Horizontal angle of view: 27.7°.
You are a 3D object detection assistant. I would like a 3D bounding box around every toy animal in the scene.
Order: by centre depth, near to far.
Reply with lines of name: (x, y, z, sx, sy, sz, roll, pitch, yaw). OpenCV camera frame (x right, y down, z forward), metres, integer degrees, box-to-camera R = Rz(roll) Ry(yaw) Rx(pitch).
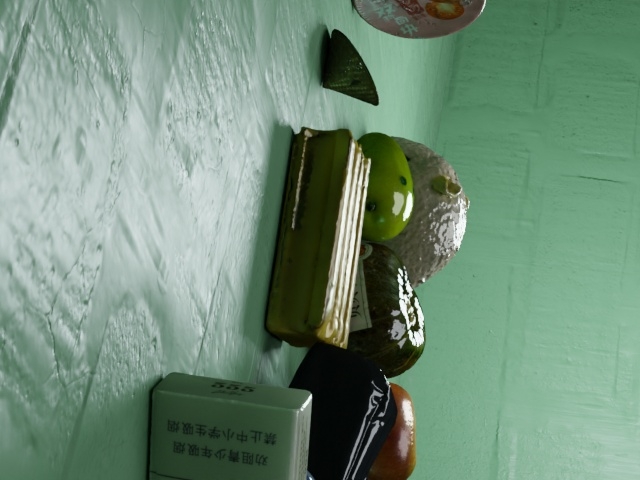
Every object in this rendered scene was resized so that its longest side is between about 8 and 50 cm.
toy animal: (0.182, -0.042, 2.646, 0.188, 0.227, 0.358, 58, 39, -74)

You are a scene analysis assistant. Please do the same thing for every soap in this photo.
soap: (0.000, -0.001, 1.994, 0.204, 0.096, 0.324, 52, 44, -73)

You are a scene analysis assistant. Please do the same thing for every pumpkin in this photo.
pumpkin: (0.080, 0.138, 2.354, 0.260, 0.189, 0.260, -17, 90, -73)

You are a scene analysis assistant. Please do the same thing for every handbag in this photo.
handbag: (0.000, 0.319, 1.988, 0.302, 0.178, 0.275, 74, 40, -71)

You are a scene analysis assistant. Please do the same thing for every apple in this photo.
apple: (0.112, 0.404, 2.714, 0.235, 0.173, 0.210, -82, 171, -72)

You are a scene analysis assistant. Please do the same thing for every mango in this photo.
mango: (0.103, -0.107, 2.433, 0.293, 0.143, 0.175, -85, 178, -63)

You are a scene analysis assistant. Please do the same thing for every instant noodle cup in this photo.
instant noodle cup: (0.184, -0.528, 2.377, 0.243, 0.243, 0.231, 78, 15, -62)

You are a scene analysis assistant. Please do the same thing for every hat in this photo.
hat: (0.031, -0.269, 2.145, 0.146, 0.067, 0.146, 57, -9, 14)

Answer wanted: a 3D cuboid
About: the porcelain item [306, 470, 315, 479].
porcelain item: (-0.079, 0.374, 1.706, 0.259, 0.141, 0.141, -37, 133, -66)

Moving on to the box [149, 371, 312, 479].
box: (-0.100, 0.281, 1.400, 0.071, 0.168, 0.259, -47, 143, -71)
